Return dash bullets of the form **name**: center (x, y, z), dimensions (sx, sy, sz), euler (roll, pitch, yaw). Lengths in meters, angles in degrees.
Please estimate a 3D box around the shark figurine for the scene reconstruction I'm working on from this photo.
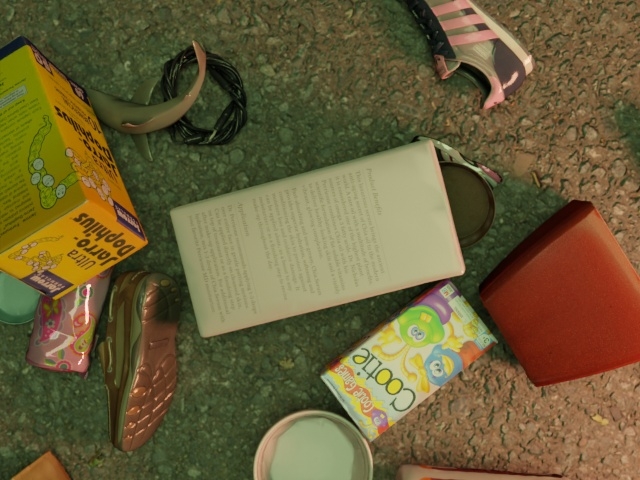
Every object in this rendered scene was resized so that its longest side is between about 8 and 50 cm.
- **shark figurine**: center (-0.292, -0.231, 1.705), dimensions (0.278, 0.116, 0.166), euler (-20, 96, 24)

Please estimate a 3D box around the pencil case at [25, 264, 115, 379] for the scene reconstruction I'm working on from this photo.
- **pencil case**: center (-0.426, 0.095, 1.719), dimensions (0.124, 0.124, 0.284), euler (14, 87, -1)

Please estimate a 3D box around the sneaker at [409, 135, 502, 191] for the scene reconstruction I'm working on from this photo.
- **sneaker**: center (0.235, -0.126, 1.777), dimensions (0.178, 0.072, 0.077), euler (31, 97, 6)

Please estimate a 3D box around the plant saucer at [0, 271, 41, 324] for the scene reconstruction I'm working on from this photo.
- **plant saucer**: center (-0.543, 0.090, 1.760), dimensions (0.119, 0.021, 0.119), euler (0, 88, -2)

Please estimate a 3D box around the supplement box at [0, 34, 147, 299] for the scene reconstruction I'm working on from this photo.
- **supplement box**: center (-0.462, -0.118, 1.612), dimensions (0.195, 0.194, 0.356), euler (-31, 63, 7)

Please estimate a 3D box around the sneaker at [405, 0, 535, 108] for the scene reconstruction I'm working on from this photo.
- **sneaker**: center (0.229, -0.370, 1.767), dimensions (0.319, 0.112, 0.131), euler (39, 83, 2)

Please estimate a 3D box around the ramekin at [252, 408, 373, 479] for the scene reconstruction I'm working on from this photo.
- **ramekin**: center (-0.014, 0.394, 1.718), dimensions (0.207, 0.109, 0.207), euler (0, 86, -2)

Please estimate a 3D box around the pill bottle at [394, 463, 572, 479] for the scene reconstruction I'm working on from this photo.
- **pill bottle**: center (0.321, 0.506, 1.667), dimensions (0.392, 0.224, 0.224), euler (5, 87, -1)

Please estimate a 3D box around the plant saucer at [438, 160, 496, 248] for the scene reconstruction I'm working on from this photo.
- **plant saucer**: center (0.231, -0.065, 1.759), dimensions (0.168, 0.029, 0.168), euler (7, 115, 17)

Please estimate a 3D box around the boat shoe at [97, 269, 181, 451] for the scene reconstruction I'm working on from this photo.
- **boat shoe**: center (-0.327, 0.206, 1.727), dimensions (0.116, 0.123, 0.324), euler (14, 96, 32)

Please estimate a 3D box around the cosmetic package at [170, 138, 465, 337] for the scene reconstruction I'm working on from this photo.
- **cosmetic package**: center (0.000, 0.000, 1.676), dimensions (0.453, 0.161, 0.230), euler (-14, 87, 9)

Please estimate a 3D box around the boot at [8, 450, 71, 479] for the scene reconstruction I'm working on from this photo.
- **boot**: center (-0.478, 0.535, 1.674), dimensions (0.269, 0.089, 0.236), euler (54, 46, 0)

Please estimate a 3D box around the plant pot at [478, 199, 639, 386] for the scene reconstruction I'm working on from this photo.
- **plant pot**: center (0.418, 0.105, 1.687), dimensions (0.236, 0.267, 0.267), euler (-32, 88, 9)

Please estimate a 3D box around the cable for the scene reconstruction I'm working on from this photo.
- **cable**: center (-0.210, -0.264, 1.778), dimensions (0.151, 0.047, 0.184), euler (-6, 86, -2)

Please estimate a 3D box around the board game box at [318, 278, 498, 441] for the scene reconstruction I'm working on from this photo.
- **board game box**: center (0.147, 0.203, 1.716), dimensions (0.275, 0.144, 0.142), euler (-38, 88, -4)
